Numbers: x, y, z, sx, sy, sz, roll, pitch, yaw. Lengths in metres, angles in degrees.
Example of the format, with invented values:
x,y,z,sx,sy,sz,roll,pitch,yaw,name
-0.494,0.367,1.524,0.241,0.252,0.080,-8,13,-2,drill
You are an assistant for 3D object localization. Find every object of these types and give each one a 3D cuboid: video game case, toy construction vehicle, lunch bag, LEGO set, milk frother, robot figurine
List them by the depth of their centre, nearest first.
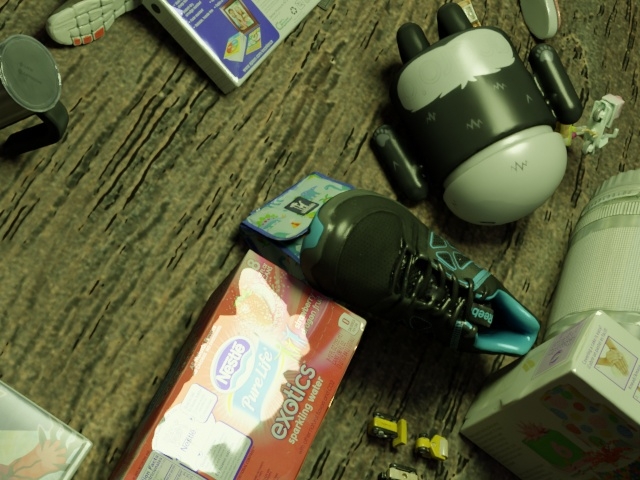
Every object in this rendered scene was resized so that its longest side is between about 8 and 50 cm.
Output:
x,y,z,sx,sy,sz,roll,pitch,yaw,name
-0.347,0.226,1.155,0.183,0.023,0.201,35,56,-6,video game case
-0.334,-0.175,1.288,0.129,0.134,0.143,29,54,-48,milk frother
0.096,0.245,1.356,0.098,0.035,0.086,18,49,-20,toy construction vehicle
0.000,0.000,1.394,0.151,0.096,0.129,44,57,16,lunch bag
0.193,-0.154,1.513,0.173,0.209,0.278,-11,70,-47,robot figurine
0.277,-0.205,1.619,0.287,0.132,0.107,42,34,26,LEGO set

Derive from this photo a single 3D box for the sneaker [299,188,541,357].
x,y,z,sx,sy,sz,roll,pitch,yaw,name
0.117,0.041,1.310,0.340,0.139,0.125,23,91,-47,sneaker

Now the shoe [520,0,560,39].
x,y,z,sx,sy,sz,roll,pitch,yaw,name
0.329,-0.370,1.744,0.081,0.063,0.178,-6,64,-22,shoe

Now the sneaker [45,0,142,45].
x,y,z,sx,sy,sz,roll,pitch,yaw,name
-0.273,-0.284,1.429,0.065,0.061,0.158,34,49,20,sneaker

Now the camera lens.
x,y,z,sx,sy,sz,roll,pitch,yaw,name
0.395,0.078,1.463,0.219,0.219,0.274,29,57,-10,camera lens

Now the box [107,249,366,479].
x,y,z,sx,sy,sz,roll,pitch,yaw,name
-0.095,0.183,1.224,0.154,0.142,0.300,32,56,-9,box

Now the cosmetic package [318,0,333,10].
x,y,z,sx,sy,sz,roll,pitch,yaw,name
0.050,-0.425,1.617,0.060,0.099,0.239,34,56,-8,cosmetic package

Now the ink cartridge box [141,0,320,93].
x,y,z,sx,sy,sz,roll,pitch,yaw,name
-0.121,-0.319,1.490,0.208,0.045,0.206,49,55,-15,ink cartridge box

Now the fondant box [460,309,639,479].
x,y,z,sx,sy,sz,roll,pitch,yaw,name
0.355,0.246,1.351,0.330,0.238,0.096,37,56,-5,fondant box
